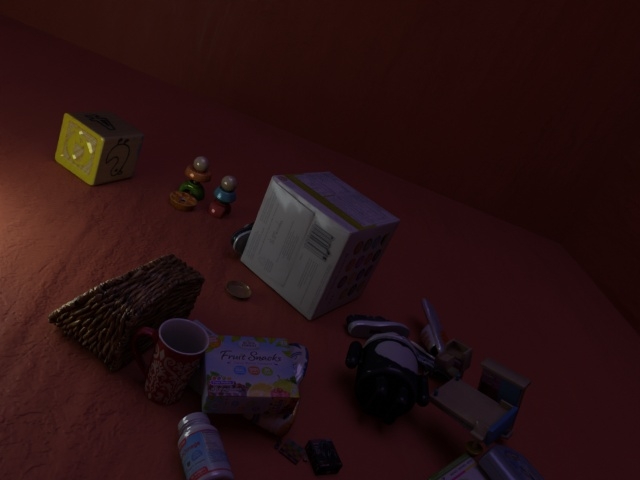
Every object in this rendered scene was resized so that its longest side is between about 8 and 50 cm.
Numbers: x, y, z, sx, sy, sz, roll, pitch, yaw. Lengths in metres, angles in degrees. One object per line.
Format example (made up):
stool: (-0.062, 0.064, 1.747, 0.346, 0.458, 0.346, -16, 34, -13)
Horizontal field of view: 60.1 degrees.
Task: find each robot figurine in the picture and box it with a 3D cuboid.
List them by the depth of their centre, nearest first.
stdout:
robot figurine: (0.185, 0.370, 1.524, 0.209, 0.173, 0.278, 64, 19, -17)

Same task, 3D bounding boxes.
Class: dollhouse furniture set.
dollhouse furniture set: (0.393, 0.471, 1.547, 0.286, 0.198, 0.303, 27, 31, 37)

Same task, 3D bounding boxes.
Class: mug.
mug: (-0.341, 0.265, 1.239, 0.150, 0.169, 0.113, 34, 27, 18)

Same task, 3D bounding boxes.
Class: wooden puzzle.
wooden puzzle: (-0.065, 0.484, 1.271, 0.083, 0.006, 0.049, 33, 26, 14)

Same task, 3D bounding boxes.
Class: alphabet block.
alphabet block: (-0.774, -0.329, 1.940, 0.193, 0.193, 0.197, 31, 26, 15)

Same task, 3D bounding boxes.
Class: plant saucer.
plant saucer: (-0.254, 0.155, 1.707, 0.083, 0.015, 0.083, 21, 26, -11)

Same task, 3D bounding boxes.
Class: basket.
basket: (-0.459, 0.126, 1.340, 0.223, 0.214, 0.299, 33, 26, 12)

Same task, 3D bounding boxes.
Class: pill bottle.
pill bottle: (-0.237, 0.431, 1.115, 0.087, 0.087, 0.160, 7, 31, -35)

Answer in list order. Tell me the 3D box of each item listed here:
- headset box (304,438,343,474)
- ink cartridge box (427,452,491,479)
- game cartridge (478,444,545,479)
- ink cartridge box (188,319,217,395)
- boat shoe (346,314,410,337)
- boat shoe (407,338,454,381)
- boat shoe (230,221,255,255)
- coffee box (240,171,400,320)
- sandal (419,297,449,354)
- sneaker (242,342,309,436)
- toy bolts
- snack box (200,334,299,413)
headset box: (0.006, 0.497, 1.282, 0.062, 0.032, 0.083, 10, 31, -31)
ink cartridge box: (0.364, 0.643, 1.267, 0.188, 0.097, 0.255, -4, 38, -48)
game cartridge: (0.512, 0.613, 1.396, 0.297, 0.062, 0.198, 32, 18, -48)
ink cartridge box: (-0.289, 0.290, 1.350, 0.175, 0.072, 0.127, 34, 27, 15)
boat shoe: (0.186, 0.282, 1.820, 0.228, 0.080, 0.076, 6, 32, -22)
boat shoe: (0.340, 0.402, 1.772, 0.206, 0.075, 0.065, 36, 70, 9)
boat shoe: (-0.229, -0.015, 1.957, 0.091, 0.114, 0.302, 38, 16, 22)
coffee box: (0.000, 0.000, 1.865, 0.338, 0.338, 0.334, 37, 27, 24)
sandal: (0.384, 0.322, 1.918, 0.102, 0.076, 0.265, 37, 27, -36)
sneaker: (-0.112, 0.342, 1.377, 0.130, 0.112, 0.296, 23, 25, -6)
toy bolts: (-0.424, -0.196, 2.048, 0.228, 0.159, 0.218, 27, 25, 2)
snack box: (-0.166, 0.304, 1.260, 0.207, 0.070, 0.175, 8, 36, -20)
